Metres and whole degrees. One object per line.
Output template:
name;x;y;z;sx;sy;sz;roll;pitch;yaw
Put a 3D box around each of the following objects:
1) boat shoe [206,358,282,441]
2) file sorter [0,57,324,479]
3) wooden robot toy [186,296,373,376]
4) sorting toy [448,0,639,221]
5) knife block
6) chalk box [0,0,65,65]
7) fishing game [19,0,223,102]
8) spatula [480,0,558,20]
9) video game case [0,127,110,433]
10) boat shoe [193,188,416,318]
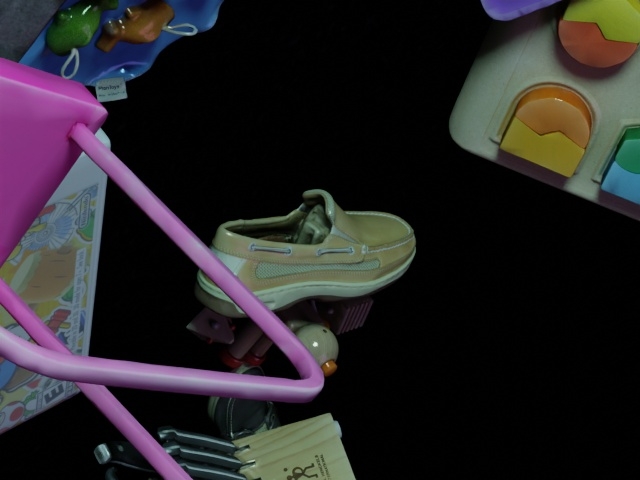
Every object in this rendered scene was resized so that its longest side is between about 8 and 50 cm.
boat shoe;-0.050;0.143;1.407;0.056;0.049;0.152;-37;153;-19
file sorter;-0.168;0.095;0.619;0.291;0.182;0.202;-53;152;13
wooden robot toy;-0.016;0.073;1.327;0.173;0.079;0.076;-1;129;-54
sorting toy;0.209;-0.101;1.274;0.038;0.208;0.193;-62;176;-53
knife block;-0.089;0.224;1.373;0.242;0.088;0.276;-16;150;-9
chalk box;-0.226;-0.106;0.664;0.289;0.179;0.180;-51;152;9
fishing game;-0.086;-0.127;0.956;0.264;0.041;0.189;-29;162;-23
spatula;0.230;-0.233;1.189;0.296;0.030;0.084;-28;122;2
video game case;-0.216;0.054;1.070;0.206;0.026;0.227;-27;148;-32
boat shoe;0.000;0.000;1.270;0.190;0.068;0.072;-16;127;-46
